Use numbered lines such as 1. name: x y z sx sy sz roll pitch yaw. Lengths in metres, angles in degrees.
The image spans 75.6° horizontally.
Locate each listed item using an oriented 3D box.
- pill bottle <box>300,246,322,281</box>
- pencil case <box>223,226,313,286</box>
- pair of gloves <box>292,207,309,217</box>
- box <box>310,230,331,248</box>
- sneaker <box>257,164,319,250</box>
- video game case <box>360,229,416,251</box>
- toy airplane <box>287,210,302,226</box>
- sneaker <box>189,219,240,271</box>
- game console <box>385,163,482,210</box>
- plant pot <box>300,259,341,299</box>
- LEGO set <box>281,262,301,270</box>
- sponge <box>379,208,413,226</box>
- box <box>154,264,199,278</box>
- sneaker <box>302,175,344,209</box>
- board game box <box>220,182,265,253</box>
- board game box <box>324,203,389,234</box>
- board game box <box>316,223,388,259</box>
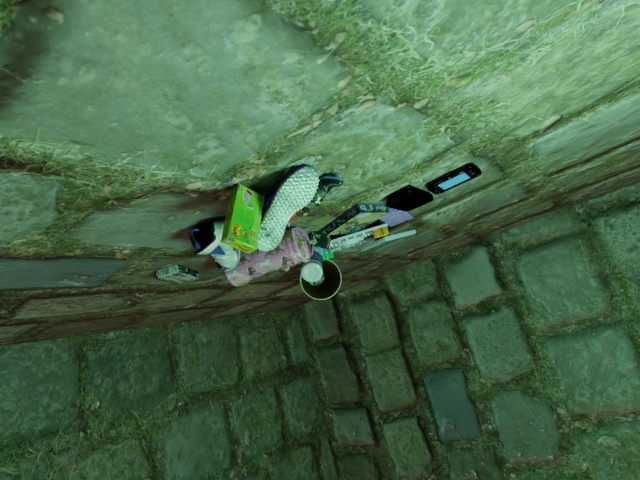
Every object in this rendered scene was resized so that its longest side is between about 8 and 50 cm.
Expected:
1. pill bottle: -0.037 0.098 1.804 0.094 0.094 0.169 -17 -153 9
2. pencil case: -0.225 0.070 1.753 0.386 0.160 0.167 -21 175 20
3. pair of gloves: -0.080 -0.102 1.548 0.083 0.010 0.074 -14 165 -8
4. box: 0.000 0.000 1.843 0.083 0.062 0.052 12 170 12
5. sneaker: -0.122 -0.120 1.249 0.102 0.146 0.293 28 110 -30
6. video game case: 0.334 0.002 2.033 0.212 0.023 0.193 -12 170 -34
7. toy airplane: -0.116 -0.099 1.373 0.151 0.028 0.151 18 148 12
8. sneaker: -0.375 0.005 1.469 0.182 0.127 0.315 -4 155 -24
9. game console: 0.442 -0.206 1.617 0.361 0.044 0.213 -26 162 34
10. plant pot: -0.013 0.223 2.446 0.237 0.237 0.254 -13 179 -8
11. LEGO set: -0.132 0.098 2.068 0.107 0.132 0.287 24 172 -36
12. sponge: 0.346 -0.112 1.890 0.117 0.031 0.210 -21 164 21
13. box: -0.653 0.158 1.890 0.114 0.036 0.207 -16 165 5
14. sneaker: -0.001 -0.151 1.312 0.188 0.078 0.067 -23 165 29
15. board game box: -0.219 -0.063 1.177 0.092 0.181 0.043 26 143 -32
16. board game box: 0.152 -0.089 1.763 0.165 0.042 0.243 -4 161 -36
17. board game box: 0.152 0.019 2.052 0.390 0.050 0.390 -18 172 8
